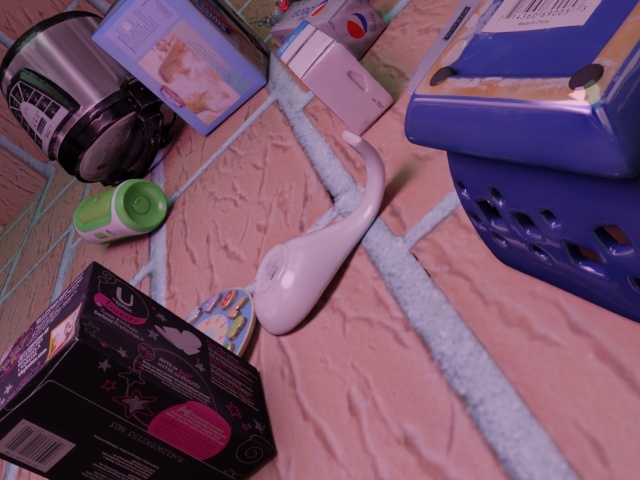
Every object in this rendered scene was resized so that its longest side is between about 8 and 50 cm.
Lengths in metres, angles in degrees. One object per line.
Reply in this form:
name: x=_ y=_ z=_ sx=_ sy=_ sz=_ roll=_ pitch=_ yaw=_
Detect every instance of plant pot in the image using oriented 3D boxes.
plant pot: x=0.218 y=-0.097 z=0.430 sx=0.236 sy=0.212 sz=0.236 roll=-53 pitch=30 yaw=-5

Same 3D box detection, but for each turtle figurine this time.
turtle figurine: x=-0.112 y=-0.651 z=1.604 sx=0.175 sy=0.118 sz=0.234 roll=101 pitch=-175 yaw=-53

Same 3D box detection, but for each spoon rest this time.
spoon rest: x=0.000 y=0.000 z=0.762 sx=0.276 sy=0.084 sz=0.137 roll=-59 pitch=27 yaw=10

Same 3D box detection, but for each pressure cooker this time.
pressure cooker: x=-0.606 y=-0.365 z=1.642 sx=0.376 sy=0.420 sz=0.370 roll=-40 pitch=-2 yaw=-3

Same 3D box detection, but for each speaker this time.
speaker: x=-0.475 y=-0.063 z=1.397 sx=0.297 sy=0.131 sz=0.131 roll=-10 pitch=48 yaw=48

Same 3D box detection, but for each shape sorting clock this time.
shape sorting clock: x=-0.170 y=0.149 z=0.833 sx=0.206 sy=0.040 sz=0.206 roll=-33 pitch=34 yaw=26

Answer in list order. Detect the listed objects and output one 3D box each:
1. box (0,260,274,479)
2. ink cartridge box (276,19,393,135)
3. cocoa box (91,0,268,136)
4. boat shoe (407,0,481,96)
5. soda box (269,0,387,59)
box: x=-0.198 y=0.172 z=0.637 sx=0.163 sy=0.247 sz=0.142 roll=-43 pitch=29 yaw=11
ink cartridge box: x=0.018 y=-0.265 z=0.957 sx=0.082 sy=0.140 sz=0.190 roll=-45 pitch=30 yaw=11
cocoa box: x=-0.323 y=-0.476 z=1.441 sx=0.231 sy=0.347 sz=0.227 roll=-35 pitch=33 yaw=22
boat shoe: x=0.214 y=-0.264 z=0.722 sx=0.258 sy=0.084 sz=0.095 roll=-51 pitch=23 yaw=23
soda box: x=0.007 y=-0.427 z=1.199 sx=0.091 sy=0.098 sz=0.286 roll=-51 pitch=30 yaw=-6
